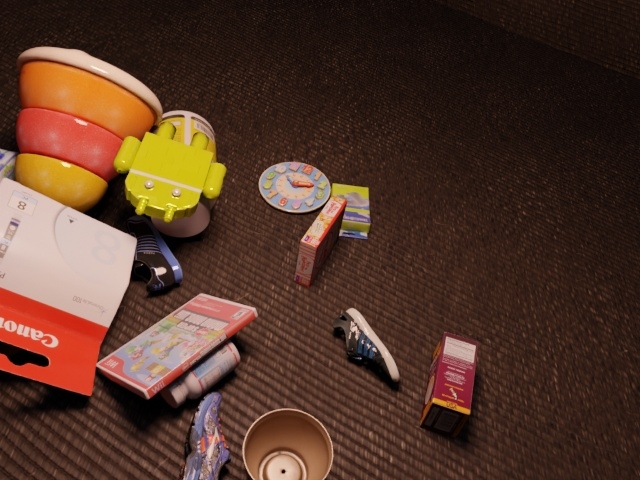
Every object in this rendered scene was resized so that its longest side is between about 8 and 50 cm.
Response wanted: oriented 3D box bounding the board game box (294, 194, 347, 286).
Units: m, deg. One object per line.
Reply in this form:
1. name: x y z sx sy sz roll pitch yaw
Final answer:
1. board game box: 0.000 0.000 1.477 0.045 0.146 0.193 23 47 11

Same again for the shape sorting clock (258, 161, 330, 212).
1. shape sorting clock: -0.073 -0.157 1.690 0.206 0.040 0.206 6 45 -6

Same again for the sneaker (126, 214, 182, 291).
1. sneaker: -0.423 0.027 1.407 0.090 0.081 0.232 -21 54 -35

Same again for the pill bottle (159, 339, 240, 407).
1. pill bottle: -0.249 0.266 1.202 0.087 0.087 0.160 37 50 23

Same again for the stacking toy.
1. stacking toy: -0.614 -0.182 1.420 0.351 0.350 0.479 15 79 3

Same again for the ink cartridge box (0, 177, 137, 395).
1. ink cartridge box: -0.549 0.084 1.178 0.308 0.091 0.385 30 33 -32

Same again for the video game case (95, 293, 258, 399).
1. video game case: -0.296 0.207 1.223 0.204 0.025 0.285 8 34 44

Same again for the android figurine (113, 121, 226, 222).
1. android figurine: -0.351 -0.157 1.371 0.248 0.056 0.272 18 54 -9

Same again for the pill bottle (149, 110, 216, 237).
1. pill bottle: -0.365 -0.174 1.542 0.188 0.187 0.333 0 46 -12

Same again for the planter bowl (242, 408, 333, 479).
1. planter bowl: -0.065 0.410 1.084 0.162 0.109 0.162 6 44 -6

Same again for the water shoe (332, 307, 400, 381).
1. water shoe: 0.101 0.247 1.323 0.080 0.073 0.203 -34 57 -5

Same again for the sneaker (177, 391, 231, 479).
1. sneaker: -0.210 0.392 1.106 0.087 0.083 0.221 16 49 -15

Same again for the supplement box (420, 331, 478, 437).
1. supplement box: 0.277 0.306 1.262 0.081 0.104 0.188 17 44 6

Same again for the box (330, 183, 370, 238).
1. box: 0.082 -0.084 1.651 0.109 0.042 0.178 6 44 -5

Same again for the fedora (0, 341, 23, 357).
1. fedora: -0.678 0.153 1.206 0.194 0.194 0.079 -2 10 -14

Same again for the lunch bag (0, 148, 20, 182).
1. lunch bag: -0.783 -0.107 1.395 0.090 0.176 0.219 13 46 0
